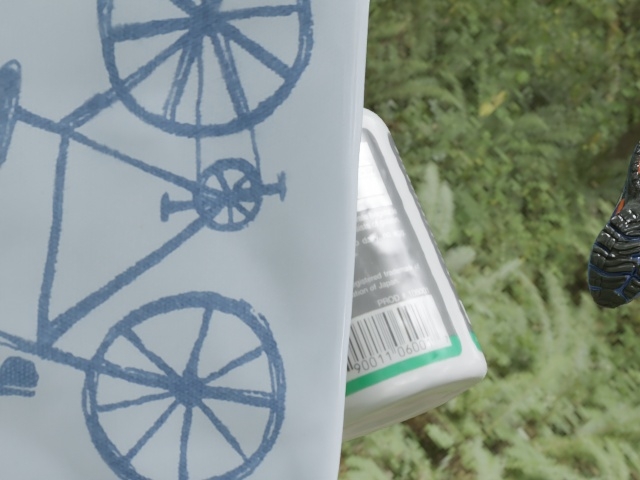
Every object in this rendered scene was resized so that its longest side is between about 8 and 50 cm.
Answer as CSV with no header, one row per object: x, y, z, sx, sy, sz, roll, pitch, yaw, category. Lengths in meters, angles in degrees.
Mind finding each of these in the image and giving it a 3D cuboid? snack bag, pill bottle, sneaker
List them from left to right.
-0.145,-0.029,0.434,0.343,0.323,0.037,-1,15,-16,snack bag
0.000,0.000,1.078,0.204,0.204,0.361,6,59,-59,pill bottle
0.375,-0.016,1.327,0.083,0.221,0.087,24,-14,16,sneaker
